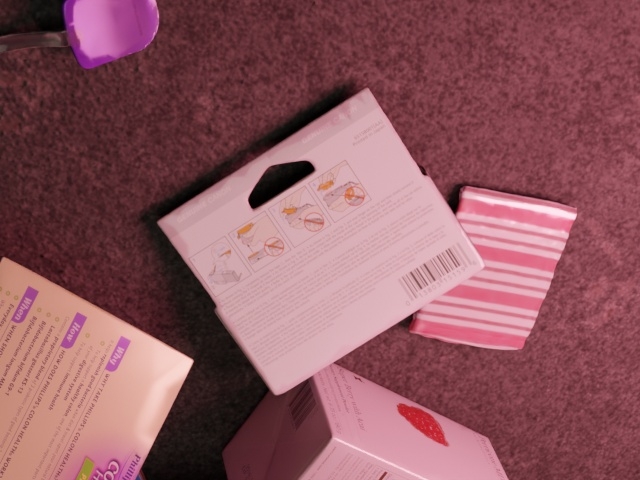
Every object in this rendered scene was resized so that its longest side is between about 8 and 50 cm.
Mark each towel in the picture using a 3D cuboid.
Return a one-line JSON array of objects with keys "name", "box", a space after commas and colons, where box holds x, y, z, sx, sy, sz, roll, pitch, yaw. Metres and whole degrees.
[{"name": "towel", "box": [0.194, 0.033, 1.677, 0.144, 0.029, 0.197, 10, 115, -19]}]

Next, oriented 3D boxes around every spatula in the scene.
[{"name": "spatula", "box": [-0.301, -0.188, 1.424, 0.297, 0.030, 0.084, -15, 124, -4]}]

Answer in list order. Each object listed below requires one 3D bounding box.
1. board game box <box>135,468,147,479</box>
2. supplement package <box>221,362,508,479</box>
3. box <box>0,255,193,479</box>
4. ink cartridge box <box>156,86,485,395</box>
[{"name": "board game box", "box": [-0.258, 0.345, 1.752, 0.145, 0.027, 0.281, -18, 122, 0]}, {"name": "supplement package", "box": [0.063, 0.287, 1.704, 0.293, 0.177, 0.175, 28, 110, -26]}, {"name": "box", "box": [-0.295, 0.161, 1.528, 0.243, 0.117, 0.213, 31, 77, -27]}, {"name": "ink cartridge box", "box": [0.000, 0.000, 1.592, 0.275, 0.060, 0.239, -32, 103, 7]}]
